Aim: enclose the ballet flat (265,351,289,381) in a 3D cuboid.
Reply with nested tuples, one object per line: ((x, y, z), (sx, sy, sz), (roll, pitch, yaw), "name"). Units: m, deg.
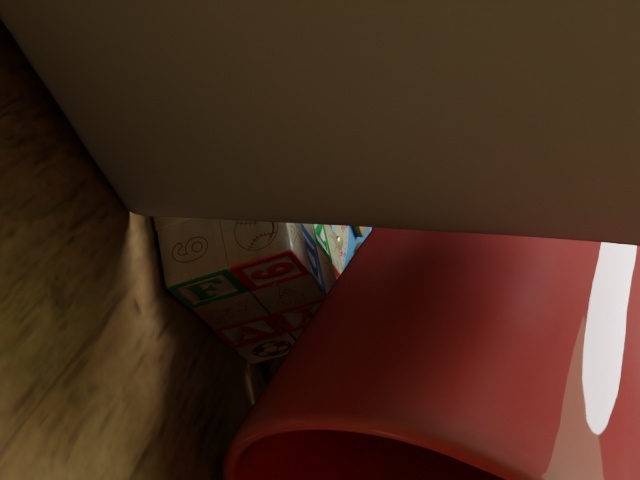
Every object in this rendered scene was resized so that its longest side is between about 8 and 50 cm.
((0.082, 0.076, 1.061), (0.124, 0.116, 0.342), (41, 27, 14), "ballet flat")

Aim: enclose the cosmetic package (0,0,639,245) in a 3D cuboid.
((0.035, -0.249, 0.667), (0.327, 0.330, 0.393), (68, 29, -59), "cosmetic package")

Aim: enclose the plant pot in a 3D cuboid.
((0.105, 0.093, 0.792), (0.243, 0.275, 0.275), (-65, 146, -32), "plant pot")

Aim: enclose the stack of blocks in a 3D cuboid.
((-0.063, -0.079, 0.902), (0.171, 0.087, 0.297), (53, 22, -63), "stack of blocks")

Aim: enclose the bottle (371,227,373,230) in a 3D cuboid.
((-0.008, -0.104, 1.147), (0.092, 0.118, 0.282), (50, -11, 47), "bottle")

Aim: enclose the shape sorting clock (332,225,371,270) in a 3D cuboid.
((0.000, 0.000, 1.065), (0.206, 0.040, 0.206), (-25, 119, -56), "shape sorting clock")
